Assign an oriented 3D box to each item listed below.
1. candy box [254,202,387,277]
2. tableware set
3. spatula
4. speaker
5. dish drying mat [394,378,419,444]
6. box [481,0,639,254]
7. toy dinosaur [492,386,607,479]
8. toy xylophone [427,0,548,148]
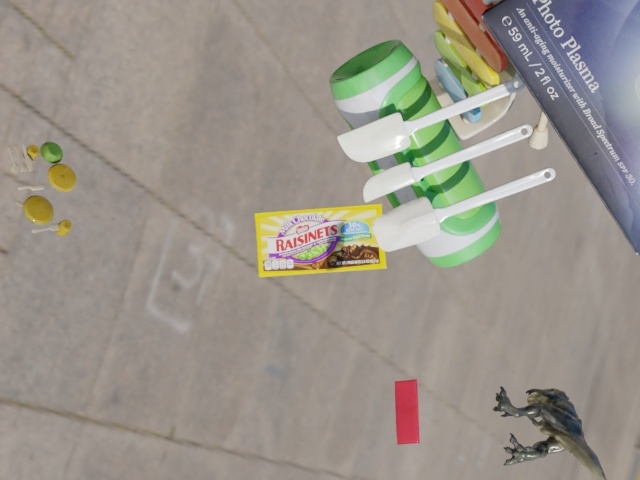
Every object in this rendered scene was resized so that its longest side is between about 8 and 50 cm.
[{"bbox_3d":[0.000,0.000,1.989,0.027,0.206,0.105,26,60,-81],"label":"candy box"},{"bbox_3d":[-0.418,-0.079,1.908,0.104,0.024,0.154,-10,73,-39],"label":"tableware set"},{"bbox_3d":[0.162,-0.097,1.570,0.019,0.242,0.168,-79,148,-80],"label":"spatula"},{"bbox_3d":[0.128,-0.113,1.665,0.296,0.131,0.131,59,37,-19],"label":"speaker"},{"bbox_3d":[0.113,0.224,1.636,0.008,0.032,0.083,26,60,-59],"label":"dish drying mat"},{"bbox_3d":[0.370,-0.196,1.278,0.294,0.296,0.183,-34,-178,18],"label":"box"},{"bbox_3d":[0.279,0.236,1.540,0.268,0.118,0.064,-107,-152,-66],"label":"toy dinosaur"},{"bbox_3d":[0.225,-0.255,1.672,0.081,0.236,0.322,-23,144,-13],"label":"toy xylophone"}]
